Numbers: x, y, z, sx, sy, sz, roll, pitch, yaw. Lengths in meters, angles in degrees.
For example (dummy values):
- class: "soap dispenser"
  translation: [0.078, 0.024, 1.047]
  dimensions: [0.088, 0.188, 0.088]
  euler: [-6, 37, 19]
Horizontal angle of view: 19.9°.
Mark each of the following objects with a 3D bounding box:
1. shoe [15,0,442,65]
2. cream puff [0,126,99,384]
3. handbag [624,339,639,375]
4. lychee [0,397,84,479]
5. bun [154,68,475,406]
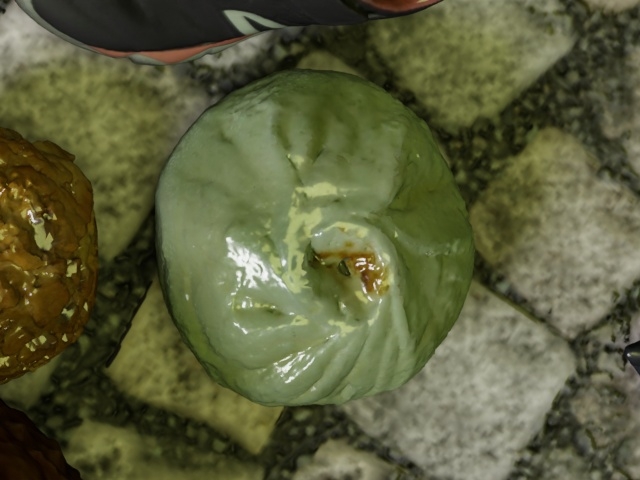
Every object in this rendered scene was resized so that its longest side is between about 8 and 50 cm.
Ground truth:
- class: "shoe"
  translation: [-0.026, -0.158, 0.993]
  dimensions: [0.291, 0.137, 0.114]
  euler: [-9, 99, -13]
- class: "cream puff"
  translation: [-0.180, 0.010, 0.991]
  dimensions: [0.126, 0.103, 0.144]
  euler: [5, 102, -17]
- class: "handbag"
  translation: [0.336, 0.100, 1.158]
  dimensions: [0.254, 0.089, 0.211]
  euler: [-29, 102, -14]
- class: "lychee"
  translation: [-0.222, 0.191, 0.929]
  dimensions: [0.261, 0.260, 0.260]
  euler: [-2, 98, -15]
- class: "bun"
  translation: [0.000, 0.000, 1.034]
  dimensions: [0.195, 0.118, 0.195]
  euler: [-1, 95, -13]
